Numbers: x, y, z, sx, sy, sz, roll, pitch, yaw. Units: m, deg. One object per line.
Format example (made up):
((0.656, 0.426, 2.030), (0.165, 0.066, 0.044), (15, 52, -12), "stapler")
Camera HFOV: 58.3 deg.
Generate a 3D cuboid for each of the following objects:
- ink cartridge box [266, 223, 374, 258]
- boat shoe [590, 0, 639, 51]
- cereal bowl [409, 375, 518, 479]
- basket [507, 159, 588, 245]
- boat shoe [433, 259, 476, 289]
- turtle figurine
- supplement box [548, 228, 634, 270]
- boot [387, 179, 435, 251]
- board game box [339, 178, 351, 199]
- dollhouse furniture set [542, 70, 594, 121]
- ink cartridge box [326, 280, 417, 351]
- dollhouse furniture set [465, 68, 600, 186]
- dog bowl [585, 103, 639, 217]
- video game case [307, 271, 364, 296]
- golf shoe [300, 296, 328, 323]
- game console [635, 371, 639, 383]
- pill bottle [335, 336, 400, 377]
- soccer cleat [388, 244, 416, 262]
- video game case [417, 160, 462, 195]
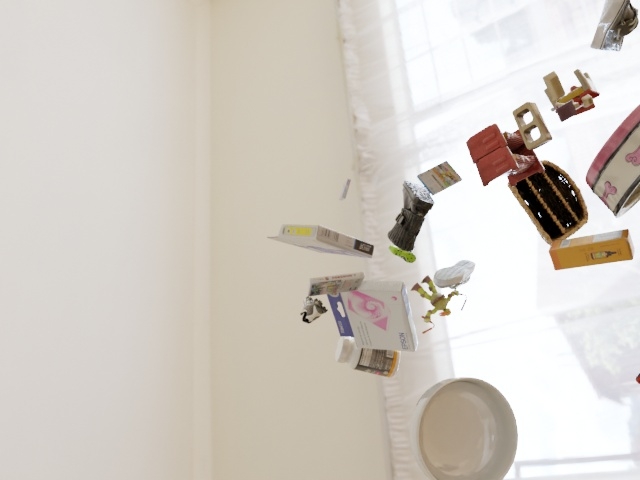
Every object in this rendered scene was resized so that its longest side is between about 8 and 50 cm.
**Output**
((0.000, 0.000, 2.249), (0.303, 0.307, 0.072), (17, -96, -41), "ink cartridge box")
((0.977, -0.727, 1.872), (0.335, 0.119, 0.121), (26, -99, -72), "boat shoe")
((0.413, 0.577, 1.730), (0.339, 0.141, 0.339), (3, -100, -18), "cereal bowl")
((0.869, -0.155, 2.161), (0.299, 0.213, 0.223), (58, -163, 5), "basket")
((0.582, 0.163, 2.463), (0.302, 0.109, 0.094), (-17, -64, -46), "boat shoe")
((0.507, 0.272, 2.567), (0.217, 0.269, 0.087), (48, 169, 21), "turtle figurine")
((0.846, 0.030, 1.794), (0.080, 0.233, 0.078), (-39, -69, -48), "supplement box")
((0.404, -0.120, 2.641), (0.131, 0.260, 0.348), (19, -158, -4), "boot")
((0.111, -0.230, 2.601), (0.090, 0.020, 0.090), (167, 120, -82), "board game box")
((0.570, -0.353, 1.358), (0.114, 0.091, 0.081), (59, -177, -15), "dollhouse furniture set")
((0.185, 0.290, 2.202), (0.071, 0.330, 0.324), (-66, -34, -47), "ink cartridge box")
((0.622, -0.298, 1.609), (0.201, 0.374, 0.152), (-6, -108, -45), "dollhouse furniture set")
((0.976, -0.271, 1.735), (0.150, 0.408, 0.408), (43, -163, 25), "dog bowl")
((0.048, 0.151, 1.964), (0.201, 0.183, 0.023), (102, 160, -72), "video game case")
((-0.046, 0.265, 2.161), (0.094, 0.198, 0.077), (-43, -85, -15), "golf shoe")
((1.025, 0.205, 1.554), (0.386, 0.342, 0.060), (-22, -127, -34), "game console")
((0.219, 0.532, 2.674), (0.278, 0.162, 0.162), (15, -131, -7), "pill bottle")
((0.427, 0.066, 2.973), (0.179, 0.060, 0.072), (25, -168, -36), "soccer cleat")
((0.525, -0.275, 2.526), (0.119, 0.166, 0.015), (55, 161, 23), "video game case")
